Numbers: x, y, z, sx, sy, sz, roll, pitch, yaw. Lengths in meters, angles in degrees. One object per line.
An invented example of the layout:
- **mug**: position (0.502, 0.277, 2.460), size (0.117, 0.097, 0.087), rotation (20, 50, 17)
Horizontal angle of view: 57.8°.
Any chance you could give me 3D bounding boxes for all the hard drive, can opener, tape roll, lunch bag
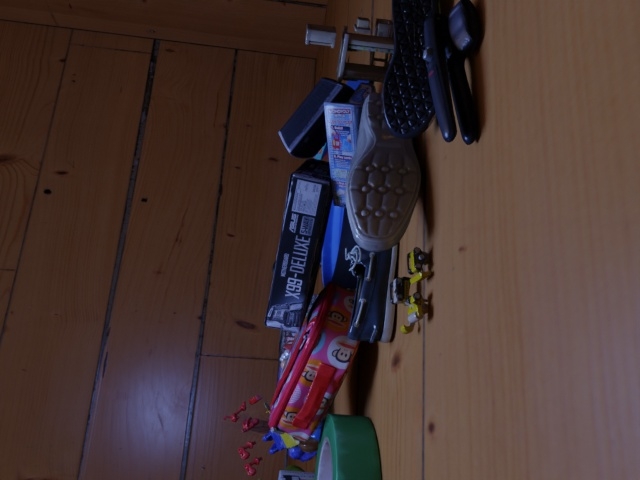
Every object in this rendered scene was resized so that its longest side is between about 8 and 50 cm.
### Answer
- **hard drive**: position (-0.002, -0.242, 1.154), size (0.172, 0.054, 0.255), rotation (-50, -3, 12)
- **can opener**: position (0.148, -0.192, 0.670), size (0.073, 0.059, 0.186), rotation (110, 165, -67)
- **tape roll**: position (0.040, 0.481, 1.045), size (0.321, 0.077, 0.321), rotation (-175, 90, -85)
- **lunch bag**: position (-0.006, 0.255, 1.162), size (0.258, 0.120, 0.293), rotation (-70, 3, -62)

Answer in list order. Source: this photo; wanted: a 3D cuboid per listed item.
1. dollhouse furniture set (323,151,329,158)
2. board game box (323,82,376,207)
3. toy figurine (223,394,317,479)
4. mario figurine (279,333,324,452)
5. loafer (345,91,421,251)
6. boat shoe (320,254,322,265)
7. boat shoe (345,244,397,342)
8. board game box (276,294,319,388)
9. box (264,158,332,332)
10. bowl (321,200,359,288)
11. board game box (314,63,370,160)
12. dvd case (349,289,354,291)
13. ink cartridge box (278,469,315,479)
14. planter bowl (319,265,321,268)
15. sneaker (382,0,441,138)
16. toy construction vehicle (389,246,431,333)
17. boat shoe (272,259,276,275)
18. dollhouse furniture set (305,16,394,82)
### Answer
- **dollhouse furniture set**: position (-0.018, -0.210, 1.928), size (0.201, 0.152, 0.373), rotation (-112, 28, -78)
- **board game box**: position (0.070, -0.192, 1.050), size (0.194, 0.060, 0.194), rotation (-60, -31, -36)
- **toy figurine**: position (-0.096, 0.599, 1.704), size (0.217, 0.191, 0.362), rotation (-43, 68, 34)
- **mario figurine**: position (-0.059, 0.401, 1.579), size (0.170, 0.198, 0.320), rotation (-6, -83, -55)
- **loafer**: position (0.098, -0.101, 0.895), size (0.111, 0.112, 0.319), rotation (89, -170, -49)
- **boat shoe**: position (0.032, -0.015, 1.613), size (0.080, 0.076, 0.228), rotation (-91, 8, -49)
- **boat shoe**: position (0.084, 0.048, 0.994), size (0.095, 0.079, 0.254), rotation (113, 161, -74)
- **board game box**: position (-0.059, 0.352, 1.863), size (0.232, 0.141, 0.290), rotation (102, 172, -49)
- **box**: position (-0.033, -0.001, 1.190), size (0.242, 0.077, 0.307), rotation (-69, -10, -73)
- **bowl**: position (0.065, -0.073, 1.330), size (0.391, 0.077, 0.390), rotation (-174, 90, -84)
- **board game box**: position (0.046, -0.311, 1.435), size (0.210, 0.047, 0.160), rotation (-55, 0, -11)
- **dvd case**: position (0.069, 0.176, 1.374), size (0.087, 0.013, 0.119), rotation (-109, 26, -77)
- **ink cartridge box**: position (-0.046, 0.655, 1.494), size (0.175, 0.128, 0.072), rotation (136, 140, -81)
- **planter bowl**: position (0.000, 0.000, 1.787), size (0.217, 0.091, 0.217), rotation (178, 90, -76)
- **sneaker**: position (0.143, -0.256, 0.830), size (0.097, 0.084, 0.234), rotation (12, -96, -71)
- **toy construction vehicle**: position (0.129, 0.070, 0.791), size (0.086, 0.035, 0.098), rotation (127, 147, -58)
- **boat shoe**: position (-0.064, 0.063, 1.978), size (0.324, 0.123, 0.119), rotation (-52, -40, -46)
- **dollhouse furniture set**: position (0.056, -0.387, 1.173), size (0.160, 0.182, 0.101), rotation (-93, 10, -55)
